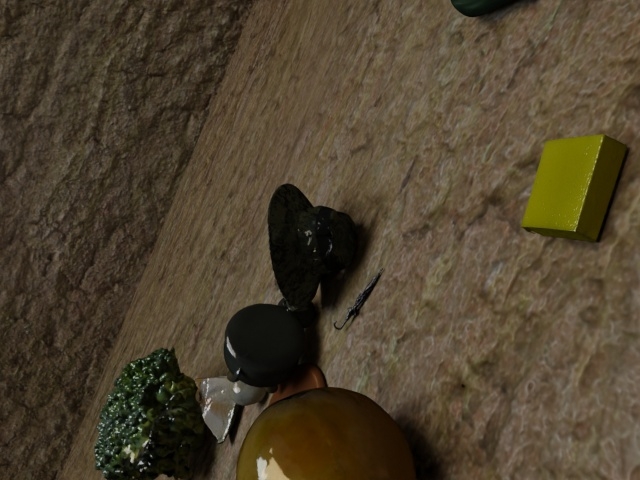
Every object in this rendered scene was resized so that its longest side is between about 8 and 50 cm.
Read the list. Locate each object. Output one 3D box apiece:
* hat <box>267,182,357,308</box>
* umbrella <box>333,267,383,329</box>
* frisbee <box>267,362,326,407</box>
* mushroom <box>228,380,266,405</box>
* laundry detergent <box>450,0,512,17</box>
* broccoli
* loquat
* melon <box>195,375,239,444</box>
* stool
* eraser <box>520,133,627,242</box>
[{"bbox_3d":[0.000,0.000,1.254,0.128,0.265,0.265,-10,56,24],"label":"hat"},{"bbox_3d":[0.074,0.110,1.169,0.149,0.022,0.022,-51,-8,19],"label":"umbrella"},{"bbox_3d":[-0.056,0.358,1.238,0.251,0.021,0.250,-46,32,40],"label":"frisbee"},{"bbox_3d":[-0.158,0.329,1.418,0.079,0.085,0.085,82,-167,-61],"label":"mushroom"},{"bbox_3d":[0.311,-0.449,1.044,0.222,0.078,0.144,10,76,66],"label":"laundry detergent"},{"bbox_3d":[-0.422,0.441,1.581,0.324,0.272,0.334,103,163,-48],"label":"broccoli"},{"bbox_3d":[0.010,0.334,0.873,0.263,0.263,0.263,-45,33,42],"label":"loquat"},{"bbox_3d":[-0.232,0.369,1.513,0.139,0.093,0.202,-48,36,24],"label":"melon"},{"bbox_3d":[-0.095,0.211,1.288,0.153,0.228,0.139,55,151,27],"label":"stool"},{"bbox_3d":[0.308,-0.063,0.784,0.097,0.045,0.122,7,79,66],"label":"eraser"}]
